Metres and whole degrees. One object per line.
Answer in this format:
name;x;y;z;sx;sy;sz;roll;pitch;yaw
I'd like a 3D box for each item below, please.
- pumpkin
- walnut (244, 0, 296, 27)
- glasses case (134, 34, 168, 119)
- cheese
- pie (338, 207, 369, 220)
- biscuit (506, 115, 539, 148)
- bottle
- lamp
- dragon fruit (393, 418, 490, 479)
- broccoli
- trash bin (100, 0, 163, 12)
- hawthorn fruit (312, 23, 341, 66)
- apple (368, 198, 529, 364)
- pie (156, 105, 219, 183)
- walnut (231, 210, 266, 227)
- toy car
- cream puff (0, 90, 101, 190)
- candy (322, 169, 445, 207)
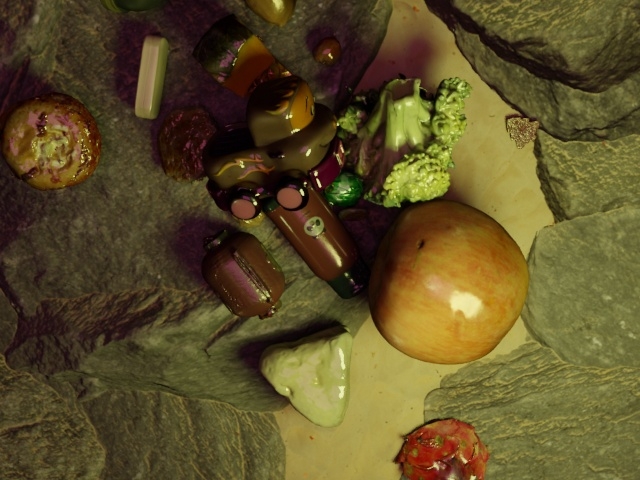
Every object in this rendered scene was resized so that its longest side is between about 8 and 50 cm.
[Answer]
pumpkin;-0.153;-0.388;1.460;0.280;0.190;0.139;40;99;-10
walnut;-0.130;-0.609;1.438;0.137;0.137;0.245;-19;111;4
glasses case;-0.405;-0.390;1.510;0.050;0.083;0.196;11;101;-4
cheese;-0.025;0.365;1.650;0.251;0.173;0.248;-9;95;0
pie;0.085;-0.068;1.602;0.084;0.084;0.021;-5;75;0
biscuit;0.502;-0.278;1.586;0.092;0.016;0.082;30;106;-6
bottle;0.000;0.000;1.579;0.144;0.144;0.336;-35;102;7
lamp;-0.193;0.083;1.577;0.180;0.180;0.258;-35;104;7
dragon fruit;0.341;0.585;1.732;0.274;0.126;0.161;-4;104;-1
broccoli;0.170;-0.247;1.423;0.293;0.281;0.348;14;60;12
trash bin;-0.475;-0.630;1.388;0.333;0.214;0.214;24;102;-2
hawthorn fruit;0.022;-0.471;1.512;0.066;0.067;0.103;17;90;-5
apple;0.295;0.105;1.490;0.346;0.391;0.392;20;102;-4
pie;-0.325;-0.238;1.552;0.163;0.079;0.194;30;102;3
walnut;-0.183;-0.075;1.593;0.079;0.082;0.096;-31;105;35
toy car;-0.124;-0.219;1.418;0.340;0.271;0.240;-13;126;17
cream puff;-0.642;-0.237;1.505;0.239;0.164;0.240;-5;115;-11
candy;0.165;-0.119;1.596;0.323;0.097;0.097;6;103;-12
